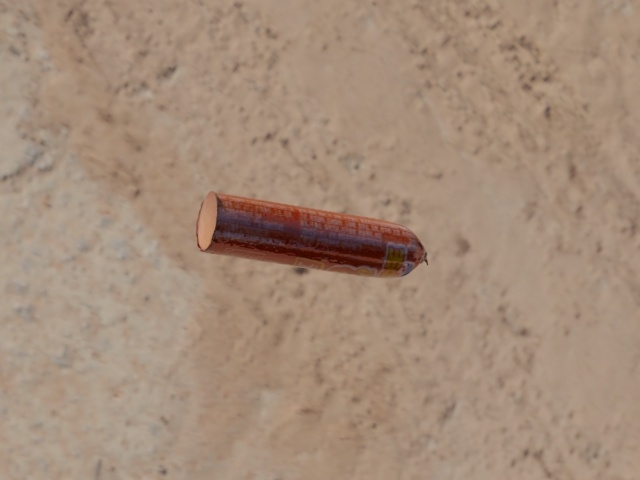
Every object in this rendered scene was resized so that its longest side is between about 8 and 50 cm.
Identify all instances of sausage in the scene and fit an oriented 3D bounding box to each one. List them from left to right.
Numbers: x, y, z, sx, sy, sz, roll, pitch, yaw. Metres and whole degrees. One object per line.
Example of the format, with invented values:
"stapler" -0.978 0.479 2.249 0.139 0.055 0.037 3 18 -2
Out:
"sausage" 0.000 0.000 0.790 0.034 0.129 0.034 -170 90 -70
